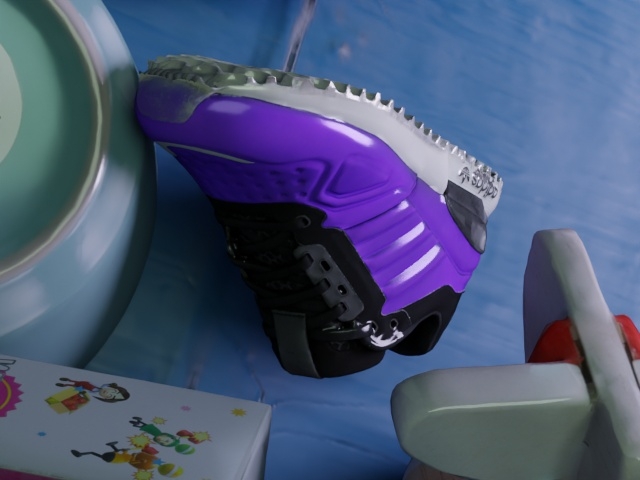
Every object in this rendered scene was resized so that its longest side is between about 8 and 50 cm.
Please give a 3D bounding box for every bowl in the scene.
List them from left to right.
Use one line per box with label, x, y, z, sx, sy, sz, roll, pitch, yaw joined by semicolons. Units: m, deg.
bowl;-0.212;-0.048;0.867;0.311;0.163;0.312;3;81;-21

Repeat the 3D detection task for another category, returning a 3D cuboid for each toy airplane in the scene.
toy airplane;0.102;0.164;0.900;0.384;0.272;0.386;-43;115;10

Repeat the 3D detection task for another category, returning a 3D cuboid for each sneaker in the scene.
sneaker;0.001;0.000;0.921;0.293;0.102;0.146;23;83;-53

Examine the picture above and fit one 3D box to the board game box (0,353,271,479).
board game box;-0.185;0.163;0.766;0.303;0.097;0.224;9;112;6
